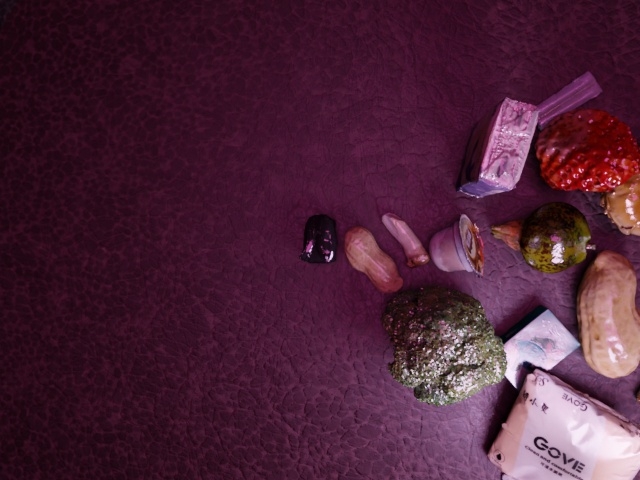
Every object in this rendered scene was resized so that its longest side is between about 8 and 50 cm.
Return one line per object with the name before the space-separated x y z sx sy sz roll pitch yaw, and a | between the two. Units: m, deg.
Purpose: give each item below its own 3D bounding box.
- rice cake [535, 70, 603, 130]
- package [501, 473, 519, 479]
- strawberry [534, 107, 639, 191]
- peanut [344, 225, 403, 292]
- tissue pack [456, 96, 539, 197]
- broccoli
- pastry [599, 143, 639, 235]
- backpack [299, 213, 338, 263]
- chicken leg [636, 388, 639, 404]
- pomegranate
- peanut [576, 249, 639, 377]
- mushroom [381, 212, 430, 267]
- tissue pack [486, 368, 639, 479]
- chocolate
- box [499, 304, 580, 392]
rice cake | 0.779 -0.443 1.597 0.226 0.040 0.085 -34 87 7
package | 0.712 0.837 1.630 0.239 0.030 0.154 0 89 9
strawberry | 0.770 -0.272 1.460 0.265 0.336 0.149 -39 118 10
peanut | 0.167 0.069 1.656 0.123 0.123 0.257 -37 90 7
tissue pack | 0.510 -0.259 1.484 0.125 0.343 0.242 18 92 5
broccoli | 0.364 0.312 1.526 0.413 0.321 0.310 27 111 17
pastry | 0.980 -0.166 1.498 0.315 0.184 0.284 -41 107 3
backpack | 0.003 -0.002 1.681 0.120 0.106 0.165 2 74 29
chicken leg | 1.075 0.452 1.563 0.198 0.069 0.085 -42 62 0
pomegranate | 0.682 0.000 1.552 0.276 0.222 0.204 -24 96 40
peanut | 0.888 0.223 1.528 0.192 0.169 0.387 -3 89 -8
mushroom | 0.279 -0.004 1.663 0.071 0.084 0.209 -27 79 -32
tissue pack | 0.744 0.614 1.519 0.375 0.195 0.390 22 114 21
chocolate | 0.428 0.032 1.605 0.147 0.221 0.221 -22 88 35
box | 0.668 0.342 1.598 0.245 0.092 0.153 -42 85 7
